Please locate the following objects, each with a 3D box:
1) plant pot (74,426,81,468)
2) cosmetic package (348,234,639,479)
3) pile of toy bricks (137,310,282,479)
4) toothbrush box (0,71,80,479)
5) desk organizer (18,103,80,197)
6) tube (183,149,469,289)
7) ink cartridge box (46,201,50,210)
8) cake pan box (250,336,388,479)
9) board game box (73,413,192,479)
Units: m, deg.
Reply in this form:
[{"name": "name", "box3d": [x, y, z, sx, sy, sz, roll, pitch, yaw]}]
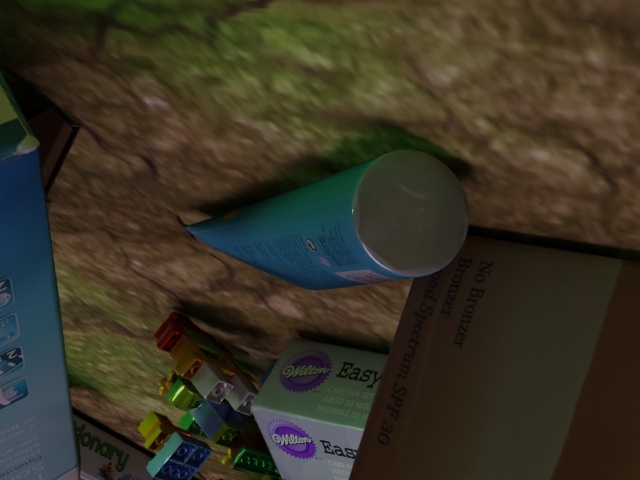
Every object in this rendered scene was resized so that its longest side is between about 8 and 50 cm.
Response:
[{"name": "plant pot", "box3d": [-0.381, 0.170, 1.230, 0.272, 0.271, 0.255, 4, 146, 38]}, {"name": "cosmetic package", "box3d": [0.177, 0.104, 0.646, 0.296, 0.153, 0.129, 8, 158, 27]}, {"name": "pile of toy bricks", "box3d": [-0.062, 0.121, 1.026, 0.212, 0.118, 0.105, 30, -167, -50]}, {"name": "toothbrush box", "box3d": [-0.194, 0.036, 0.440, 0.126, 0.216, 0.295, 60, 163, 22]}, {"name": "desk organizer", "box3d": [-0.189, -0.055, 0.738, 0.130, 0.047, 0.050, 8, 155, 30]}, {"name": "tube", "box3d": [0.000, 0.000, 0.702, 0.080, 0.052, 0.207, 31, 163, -16]}, {"name": "ink cartridge box", "box3d": [-0.224, 0.024, 0.849, 0.099, 0.135, 0.056, 7, 160, 34]}, {"name": "cake pan box", "box3d": [0.104, 0.179, 0.928, 0.267, 0.070, 0.245, 8, 134, 31]}, {"name": "board game box", "box3d": [-0.261, 0.221, 1.534, 0.193, 0.053, 0.305, 4, 155, 41]}]
